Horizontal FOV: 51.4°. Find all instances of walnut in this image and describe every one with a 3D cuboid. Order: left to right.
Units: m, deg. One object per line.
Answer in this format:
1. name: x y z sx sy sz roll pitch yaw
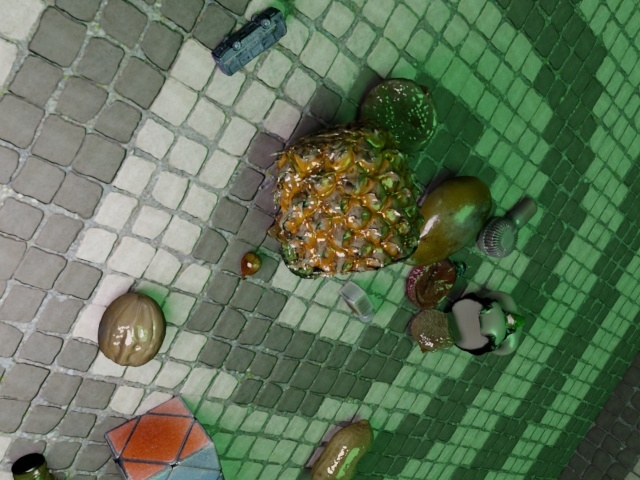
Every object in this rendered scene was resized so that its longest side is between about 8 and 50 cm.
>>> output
1. walnut: -0.401 0.192 1.417 0.140 0.140 0.162 1 128 -38

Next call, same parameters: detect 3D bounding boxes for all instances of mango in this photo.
1. mango: 0.348 -0.045 1.860 0.316 0.146 0.193 -48 126 2

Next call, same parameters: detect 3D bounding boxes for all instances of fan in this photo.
1. fan: 0.601 -0.045 2.108 0.244 0.074 0.130 -41 121 -19

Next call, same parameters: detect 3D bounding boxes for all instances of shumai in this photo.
1. shumai: 0.196 -0.298 1.619 0.120 0.201 0.201 -52 157 -69
2. shumai: 0.346 0.291 2.070 0.146 0.145 0.116 -35 154 -18

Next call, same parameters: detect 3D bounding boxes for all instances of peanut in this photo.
1. peanut: 0.072 0.662 2.053 0.253 0.122 0.137 -57 143 -4

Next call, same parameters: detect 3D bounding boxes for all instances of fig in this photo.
1. fig: -0.171 0.067 1.590 0.050 0.050 0.083 1 132 -38

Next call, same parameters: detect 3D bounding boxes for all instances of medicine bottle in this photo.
1. medicine bottle: 0.108 0.173 1.839 0.055 0.074 0.118 -44 134 -11

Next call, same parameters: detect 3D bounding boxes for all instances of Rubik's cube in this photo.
1. Rubik's cube: -0.364 0.538 1.585 0.205 0.207 0.204 -26 126 -26

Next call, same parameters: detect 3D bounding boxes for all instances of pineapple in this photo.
1. pineapple: 0.054 -0.099 1.464 0.352 0.352 0.300 -27 110 -24

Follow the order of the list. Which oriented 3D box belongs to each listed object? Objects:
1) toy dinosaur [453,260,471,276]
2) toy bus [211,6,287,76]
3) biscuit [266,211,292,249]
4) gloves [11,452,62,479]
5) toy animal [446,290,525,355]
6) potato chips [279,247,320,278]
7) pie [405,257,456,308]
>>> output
1. toy dinosaur: 0.432 0.087 2.072 0.083 0.031 0.047 -4 115 -37
2. toy bus: -0.142 -0.404 1.348 0.166 0.047 0.065 -40 137 -11
3. biscuit: -0.066 -0.041 1.610 0.120 0.019 0.129 18 91 -26
4. gloves: -0.617 0.592 1.496 0.135 0.107 0.268 -9 127 2
5. toy animal: 0.548 0.267 2.140 0.267 0.212 0.212 1 113 -34
6. potato chips: -0.002 -0.002 1.694 0.202 0.029 0.219 30 96 -44
7. pie: 0.333 0.122 2.003 0.183 0.050 0.182 -14 118 -27
